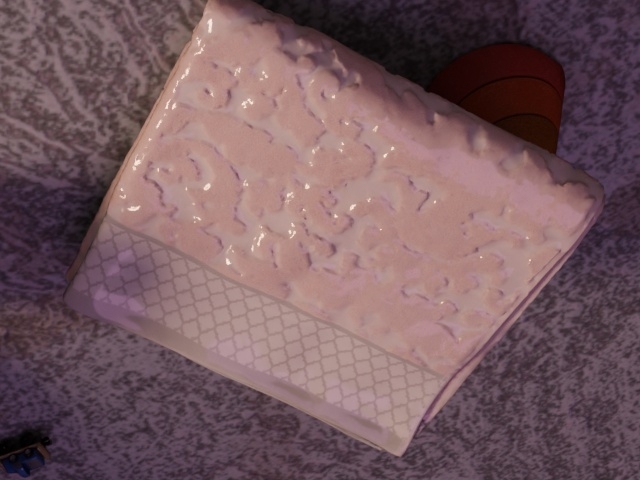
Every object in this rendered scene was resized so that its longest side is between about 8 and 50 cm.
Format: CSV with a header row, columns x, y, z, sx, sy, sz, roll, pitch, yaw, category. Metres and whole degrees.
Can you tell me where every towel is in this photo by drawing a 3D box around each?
x,y,z,sx,sy,sz,roll,pitch,yaw,category
0.000,0.000,1.452,0.331,0.053,0.317,26,124,-10,towel

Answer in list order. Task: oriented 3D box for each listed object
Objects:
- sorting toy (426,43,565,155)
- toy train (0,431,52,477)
x,y,z,sx,sy,sz,roll,pitch,yaw,category
0.067,-0.002,1.534,0.365,0.126,0.127,-39,137,25,sorting toy
-0.320,0.218,1.729,0.158,0.036,0.027,-22,141,7,toy train
